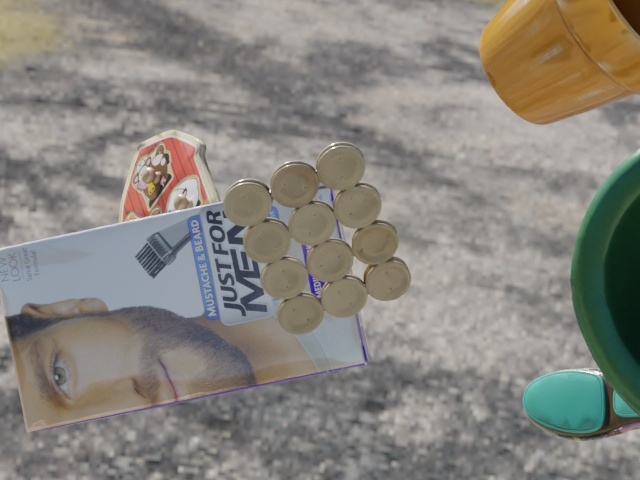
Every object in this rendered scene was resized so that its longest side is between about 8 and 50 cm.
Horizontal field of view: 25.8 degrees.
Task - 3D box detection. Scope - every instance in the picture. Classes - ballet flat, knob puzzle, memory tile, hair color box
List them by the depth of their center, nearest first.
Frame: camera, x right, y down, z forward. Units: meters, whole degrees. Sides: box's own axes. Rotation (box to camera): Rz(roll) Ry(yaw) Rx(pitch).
[{"bbox_3d":[0.000,0.000,1.058,0.113,0.148,0.012,-22,32,3],"label":"memory tile"},{"bbox_3d":[-0.134,0.066,1.379,0.338,0.185,0.110,-12,-3,4],"label":"hair color box"},{"bbox_3d":[0.305,0.163,1.395,0.079,0.077,0.221,18,-22,-36],"label":"ballet flat"},{"bbox_3d":[-0.196,-0.049,1.645,0.030,0.213,0.213,15,10,-37],"label":"knob puzzle"}]

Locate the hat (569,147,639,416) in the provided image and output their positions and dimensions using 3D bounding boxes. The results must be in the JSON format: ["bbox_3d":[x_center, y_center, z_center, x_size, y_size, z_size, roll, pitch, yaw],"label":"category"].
[{"bbox_3d":[0.244,0.027,0.817,0.208,0.173,0.183,52,11,2],"label":"hat"}]

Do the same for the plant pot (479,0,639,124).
[{"bbox_3d":[0.276,-0.219,1.461,0.205,0.205,0.188,-10,-17,-46],"label":"plant pot"}]
